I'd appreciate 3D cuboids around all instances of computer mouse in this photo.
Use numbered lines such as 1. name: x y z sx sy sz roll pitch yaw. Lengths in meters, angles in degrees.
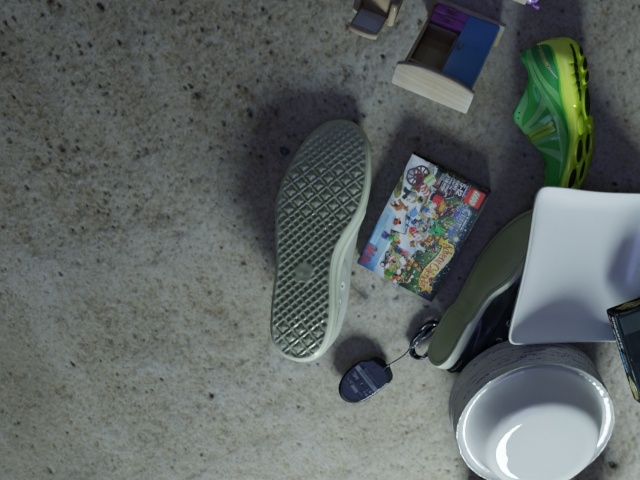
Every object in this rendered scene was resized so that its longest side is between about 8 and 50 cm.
1. computer mouse: 0.135 0.231 1.847 0.242 0.041 0.071 -35 92 10

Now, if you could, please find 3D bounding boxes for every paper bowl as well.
1. paper bowl: 0.378 0.323 1.708 0.284 0.148 0.284 -2 118 -3

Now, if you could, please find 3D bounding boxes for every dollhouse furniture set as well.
1. dollhouse furniture set: 0.197 -0.412 1.534 0.286 0.198 0.303 23 143 6

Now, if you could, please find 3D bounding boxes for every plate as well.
1. plate: 0.451 0.043 1.673 0.277 0.045 0.278 1 105 -27

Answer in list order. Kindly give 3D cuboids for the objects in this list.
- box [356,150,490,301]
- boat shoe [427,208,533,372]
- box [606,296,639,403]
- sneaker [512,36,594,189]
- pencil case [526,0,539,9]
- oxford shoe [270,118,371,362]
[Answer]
1. box: 0.189 -0.025 1.771 0.159 0.044 0.233 27 106 5
2. boat shoe: 0.331 0.104 1.738 0.113 0.127 0.340 27 99 -24
3. box: 0.633 0.169 1.688 0.220 0.051 0.175 -19 98 -1
4. sneaker: 0.403 -0.202 1.673 0.123 0.109 0.296 6 108 37
5. pencil case: 0.292 -0.472 1.631 0.206 0.086 0.088 23 90 7
6. oxford shoe: 0.000 0.000 1.783 0.169 0.130 0.450 9 89 16
